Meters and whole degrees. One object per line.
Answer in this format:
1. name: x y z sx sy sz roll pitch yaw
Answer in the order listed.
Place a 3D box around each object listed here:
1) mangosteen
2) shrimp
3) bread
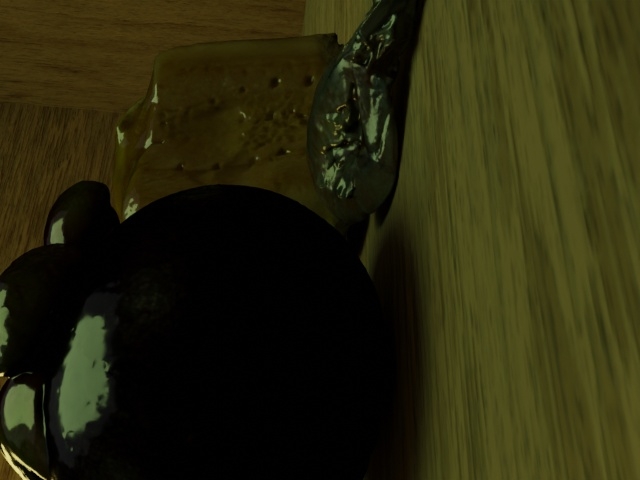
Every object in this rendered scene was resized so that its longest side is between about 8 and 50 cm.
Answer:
1. mangosteen: -0.147 0.121 0.682 0.382 0.434 0.382 14 -90 -76
2. shrimp: 0.051 -0.136 0.712 0.164 0.062 0.317 61 148 26
3. bread: -0.125 -0.113 1.024 0.250 0.394 0.361 68 -162 -65
